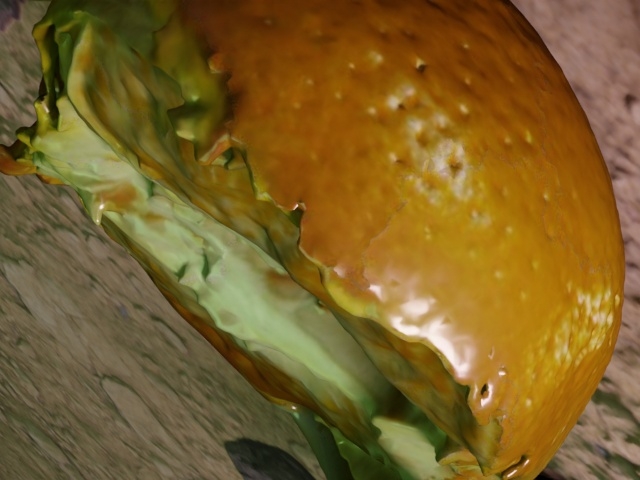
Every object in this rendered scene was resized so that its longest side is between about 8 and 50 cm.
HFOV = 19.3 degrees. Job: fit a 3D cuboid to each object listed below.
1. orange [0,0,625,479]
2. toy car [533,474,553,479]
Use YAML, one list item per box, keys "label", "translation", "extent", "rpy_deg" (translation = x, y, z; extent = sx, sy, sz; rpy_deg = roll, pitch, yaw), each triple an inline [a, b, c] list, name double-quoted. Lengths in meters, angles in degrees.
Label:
- label: "orange"
  translation: [0.009, -0.005, 0.779]
  extent: [0.262, 0.196, 0.334]
  rpy_deg: [56, 158, 19]
- label: "toy car"
  translation: [0.134, 0.252, 1.055]
  extent: [0.248, 0.142, 0.200]
  rpy_deg: [26, 151, 46]
